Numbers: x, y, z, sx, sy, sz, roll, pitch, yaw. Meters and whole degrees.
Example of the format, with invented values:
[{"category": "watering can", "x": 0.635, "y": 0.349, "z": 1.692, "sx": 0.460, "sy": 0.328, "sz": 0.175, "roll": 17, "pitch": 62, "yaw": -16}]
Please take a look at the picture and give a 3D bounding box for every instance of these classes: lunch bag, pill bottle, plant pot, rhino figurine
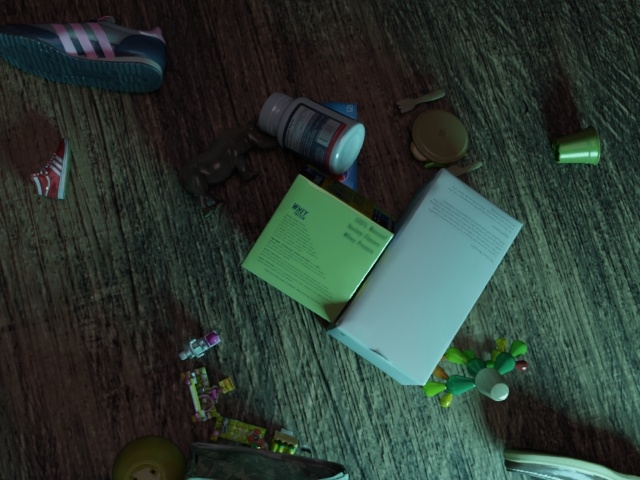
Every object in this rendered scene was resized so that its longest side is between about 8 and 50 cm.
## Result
[{"category": "lunch bag", "x": -0.096, "y": 0.491, "z": 1.253, "sx": 0.287, "sy": 0.169, "sz": 0.235, "roll": 7, "pitch": 97, "yaw": -9}, {"category": "pill bottle", "x": -0.019, "y": -0.205, "z": 1.372, "sx": 0.180, "sy": 0.108, "sz": 0.108, "roll": 29, "pitch": 76, "yaw": 19}, {"category": "plant pot", "x": 0.530, "y": -0.194, "z": 1.537, "sx": 0.079, "sy": 0.083, "sz": 0.083, "roll": -8, "pitch": 82, "yaw": 2}, {"category": "plant pot", "x": -0.302, "y": 0.414, "z": 1.289, "sx": 0.134, "sy": 0.095, "sz": 0.134, "roll": 2, "pitch": 80, "yaw": -9}, {"category": "rhino figurine", "x": -0.167, "y": -0.158, "z": 1.420, "sx": 0.243, "sy": 0.073, "sz": 0.106, "roll": -43, "pitch": 92, "yaw": -14}]

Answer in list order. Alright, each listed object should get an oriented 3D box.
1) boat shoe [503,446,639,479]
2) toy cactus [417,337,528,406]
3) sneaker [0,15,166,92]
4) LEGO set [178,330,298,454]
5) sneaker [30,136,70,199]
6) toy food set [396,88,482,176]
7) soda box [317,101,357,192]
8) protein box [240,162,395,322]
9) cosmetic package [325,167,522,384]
[{"category": "boat shoe", "x": 0.501, "y": 0.482, "z": 1.394, "sx": 0.342, "sy": 0.123, "sz": 0.123, "roll": 19, "pitch": 77, "yaw": -12}, {"category": "toy cactus", "x": 0.298, "y": 0.258, "z": 1.375, "sx": 0.219, "sy": 0.180, "sz": 0.112, "roll": -13, "pitch": 103, "yaw": -6}, {"category": "sneaker", "x": -0.453, "y": -0.375, "z": 1.408, "sx": 0.319, "sy": 0.112, "sz": 0.131, "roll": 11, "pitch": 62, "yaw": -10}, {"category": "LEGO set", "x": -0.163, "y": 0.305, "z": 1.323, "sx": 0.132, "sy": 0.107, "sz": 0.287, "roll": -38, "pitch": 88, "yaw": -13}, {"category": "sneaker", "x": -0.506, "y": -0.139, "z": 1.378, "sx": 0.067, "sy": 0.042, "sz": 0.118, "roll": 6, "pitch": 82, "yaw": -11}, {"category": "toy food set", "x": 0.240, "y": -0.211, "z": 1.515, "sx": 0.132, "sy": 0.038, "sz": 0.192, "roll": -20, "pitch": 79, "yaw": -19}, {"category": "soda box", "x": 0.032, "y": -0.163, "z": 1.453, "sx": 0.071, "sy": 0.067, "sz": 0.210, "roll": 2, "pitch": 80, "yaw": -8}, {"category": "protein box", "x": 0.000, "y": 0.000, "z": 1.347, "sx": 0.200, "sy": 0.136, "sz": 0.201, "roll": 32, "pitch": 106, "yaw": -2}, {"category": "cosmetic package", "x": 0.193, "y": 0.071, "z": 1.394, "sx": 0.197, "sy": 0.155, "sz": 0.365, "roll": 36, "pitch": 78, "yaw": -1}]
